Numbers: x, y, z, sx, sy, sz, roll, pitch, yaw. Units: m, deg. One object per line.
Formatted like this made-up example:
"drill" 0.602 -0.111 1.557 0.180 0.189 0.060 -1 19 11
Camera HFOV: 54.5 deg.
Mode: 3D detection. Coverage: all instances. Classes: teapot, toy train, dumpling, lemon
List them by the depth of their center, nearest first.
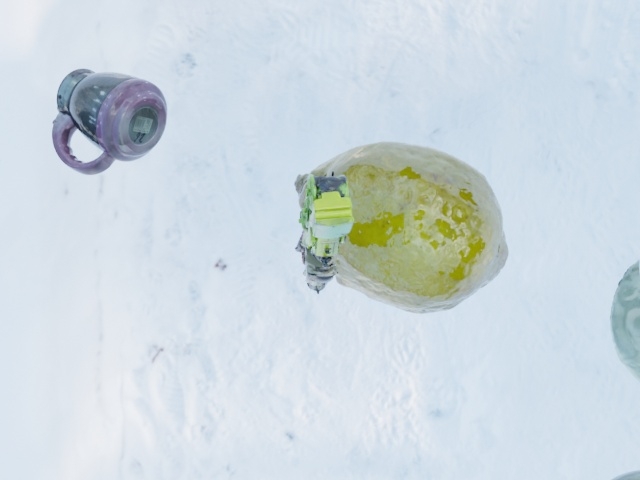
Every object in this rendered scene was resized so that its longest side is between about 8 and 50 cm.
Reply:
"toy train" 0.000 0.000 0.772 0.053 0.249 0.085 -4 68 -7
"dumpling" 0.468 0.102 0.802 0.108 0.153 0.219 31 73 -10
"teapot" -0.303 -0.171 0.876 0.146 0.116 0.148 27 110 23
"lemon" 0.132 -0.026 0.989 0.316 0.285 0.285 22 116 -27

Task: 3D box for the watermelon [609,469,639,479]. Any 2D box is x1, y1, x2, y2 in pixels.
"watermelon" 0.444 0.363 0.774 0.232 0.204 0.127 14 106 -32
